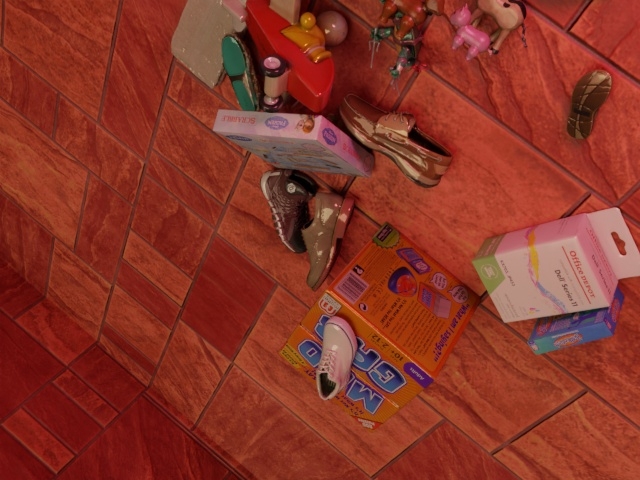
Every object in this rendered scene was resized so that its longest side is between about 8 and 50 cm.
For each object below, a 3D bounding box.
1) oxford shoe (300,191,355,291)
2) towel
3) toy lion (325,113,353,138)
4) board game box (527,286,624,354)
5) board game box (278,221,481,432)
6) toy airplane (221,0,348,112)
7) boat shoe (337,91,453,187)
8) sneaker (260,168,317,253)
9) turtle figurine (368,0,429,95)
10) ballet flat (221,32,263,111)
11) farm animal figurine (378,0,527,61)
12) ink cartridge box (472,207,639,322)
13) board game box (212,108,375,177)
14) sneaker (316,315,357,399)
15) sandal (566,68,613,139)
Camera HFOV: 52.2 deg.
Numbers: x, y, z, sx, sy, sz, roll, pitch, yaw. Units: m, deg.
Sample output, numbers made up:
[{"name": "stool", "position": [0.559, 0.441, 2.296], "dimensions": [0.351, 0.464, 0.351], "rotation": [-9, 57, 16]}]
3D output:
[{"name": "oxford shoe", "position": [0.000, 0.000, 1.964], "dimensions": [0.130, 0.123, 0.348], "rotation": [21, 122, 4]}, {"name": "towel", "position": [-0.310, -0.580, 1.833], "dimensions": [0.187, 0.049, 0.282], "rotation": [43, 134, 0]}, {"name": "toy lion", "position": [0.058, -0.302, 1.783], "dimensions": [0.096, 0.034, 0.100], "rotation": [15, 129, 18]}, {"name": "board game box", "position": [0.638, 0.199, 1.634], "dimensions": [0.210, 0.160, 0.047], "rotation": [-27, 103, 45]}, {"name": "board game box", "position": [0.167, 0.246, 1.864], "dimensions": [0.356, 0.356, 0.356], "rotation": [39, 135, 6]}, {"name": "toy airplane", "position": [-0.071, -0.512, 1.597], "dimensions": [0.386, 0.272, 0.385], "rotation": [-148, 43, -67]}, {"name": "boat shoe", "position": [0.198, -0.274, 1.651], "dimensions": [0.324, 0.122, 0.120], "rotation": [37, 130, -3]}, {"name": "sneaker", "position": [-0.064, -0.092, 1.969], "dimensions": [0.162, 0.106, 0.281], "rotation": [-11, 113, 37]}, {"name": "turtle figurine", "position": [0.178, -0.469, 1.519], "dimensions": [0.175, 0.118, 0.234], "rotation": [-119, 11, -47]}, {"name": "ballet flat", "position": [-0.215, -0.467, 1.816], "dimensions": [0.091, 0.077, 0.241], "rotation": [5, 128, 23]}, {"name": "farm animal figurine", "position": [0.259, -0.539, 1.339], "dimensions": [0.172, 0.330, 0.327], "rotation": [-55, 52, 43]}, {"name": "ink cartridge box", "position": [0.583, 0.067, 1.606], "dimensions": [0.353, 0.119, 0.207], "rotation": [-19, 108, 42]}, {"name": "board game box", "position": [-0.063, -0.255, 1.730], "dimensions": [0.318, 0.318, 0.066], "rotation": [10, 83, 29]}, {"name": "sneaker", "position": [0.036, 0.313, 1.685], "dimensions": [0.094, 0.091, 0.258], "rotation": [17, 129, 26]}, {"name": "sandal", "position": [0.578, -0.297, 1.405], "dimensions": [0.072, 0.049, 0.180], "rotation": [28, 148, 24]}]
